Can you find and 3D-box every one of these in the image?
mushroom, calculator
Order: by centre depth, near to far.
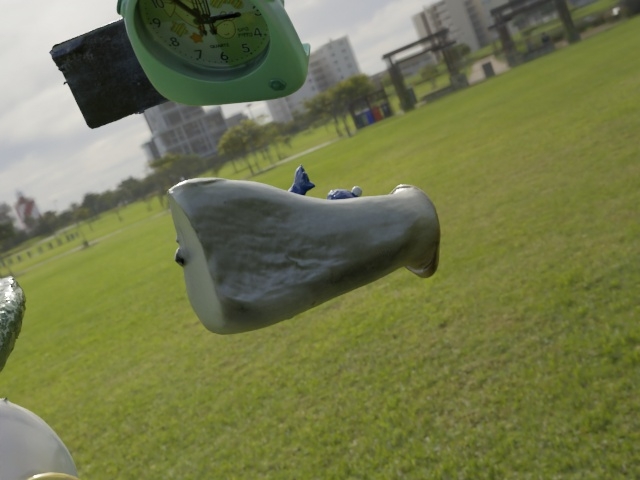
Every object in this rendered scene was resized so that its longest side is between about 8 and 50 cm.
[{"bbox_3d":[0.000,0.000,0.809,0.329,0.159,0.122,-11,37,-31],"label":"mushroom"},{"bbox_3d":[-0.319,-0.301,1.311,0.262,0.161,0.021,-17,20,9],"label":"calculator"}]

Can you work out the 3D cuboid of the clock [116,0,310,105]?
[{"bbox_3d":[-0.094,-0.198,0.657,0.148,0.188,0.060,0,57,13],"label":"clock"}]

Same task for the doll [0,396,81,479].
[{"bbox_3d":[-0.197,0.155,0.398,0.135,0.098,0.241,-30,-10,-49],"label":"doll"}]

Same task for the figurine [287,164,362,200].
[{"bbox_3d":[-0.026,0.012,1.265,0.262,0.164,0.121,-61,-6,19],"label":"figurine"}]

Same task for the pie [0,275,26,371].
[{"bbox_3d":[-0.364,0.156,0.667,0.323,0.070,0.323,-37,32,28],"label":"pie"}]
